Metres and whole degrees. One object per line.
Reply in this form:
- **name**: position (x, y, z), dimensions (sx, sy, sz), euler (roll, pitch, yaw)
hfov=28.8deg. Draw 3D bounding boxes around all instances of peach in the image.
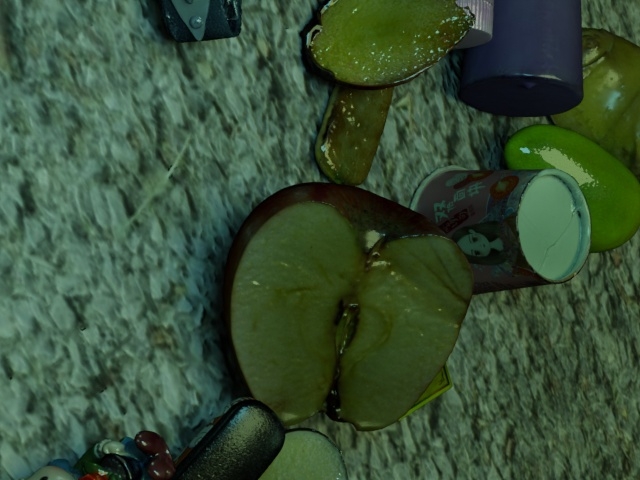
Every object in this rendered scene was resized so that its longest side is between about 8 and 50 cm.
- **peach**: position (0.108, -0.326, 1.986), dimensions (0.068, 0.279, 0.189), euler (54, 33, -77)

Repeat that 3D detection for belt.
- **belt**: position (-0.188, -0.392, 1.781), dimensions (0.122, 0.129, 0.218), euler (-33, 116, -77)

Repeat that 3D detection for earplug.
- **earplug**: position (0.366, -0.460, 2.213), dimensions (0.215, 0.215, 0.455), euler (15, 74, -39)

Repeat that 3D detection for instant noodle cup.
- **instant noodle cup**: position (0.308, -0.017, 2.108), dimensions (0.243, 0.231, 0.242), euler (3, 85, -39)

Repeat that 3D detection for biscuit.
- **biscuit**: position (0.058, -0.204, 2.037), dimensions (0.118, 0.029, 0.247), euler (35, 65, -37)

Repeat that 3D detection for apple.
- **apple**: position (0.028, 0.101, 1.814), dimensions (0.295, 0.329, 0.364), euler (-22, 127, -61)

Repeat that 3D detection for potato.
- **potato**: position (-0.033, 0.381, 1.862), dimensions (0.117, 0.182, 0.202), euler (26, 61, -75)
- **potato**: position (0.651, -0.267, 2.383), dimensions (0.290, 0.296, 0.397), euler (-49, 119, -33)

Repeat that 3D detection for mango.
- **mango**: position (0.460, -0.097, 2.294), dimensions (0.343, 0.156, 0.192), euler (32, 80, -28)

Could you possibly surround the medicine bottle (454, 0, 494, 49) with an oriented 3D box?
- **medicine bottle**: position (0.206, -0.478, 2.083), dimensions (0.178, 0.178, 0.290), euler (4, 85, -41)

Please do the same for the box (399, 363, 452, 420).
- **box**: position (0.126, 0.170, 2.050), dimensions (0.141, 0.064, 0.220), euler (-27, 103, -39)

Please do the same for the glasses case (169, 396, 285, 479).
- **glasses case**: position (-0.159, 0.336, 1.748), dimensions (0.266, 0.067, 0.103), euler (-47, 115, -8)

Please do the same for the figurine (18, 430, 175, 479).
- **figurine**: position (-0.311, 0.331, 1.592), dimensions (0.234, 0.185, 0.127), euler (-8, 73, -43)
